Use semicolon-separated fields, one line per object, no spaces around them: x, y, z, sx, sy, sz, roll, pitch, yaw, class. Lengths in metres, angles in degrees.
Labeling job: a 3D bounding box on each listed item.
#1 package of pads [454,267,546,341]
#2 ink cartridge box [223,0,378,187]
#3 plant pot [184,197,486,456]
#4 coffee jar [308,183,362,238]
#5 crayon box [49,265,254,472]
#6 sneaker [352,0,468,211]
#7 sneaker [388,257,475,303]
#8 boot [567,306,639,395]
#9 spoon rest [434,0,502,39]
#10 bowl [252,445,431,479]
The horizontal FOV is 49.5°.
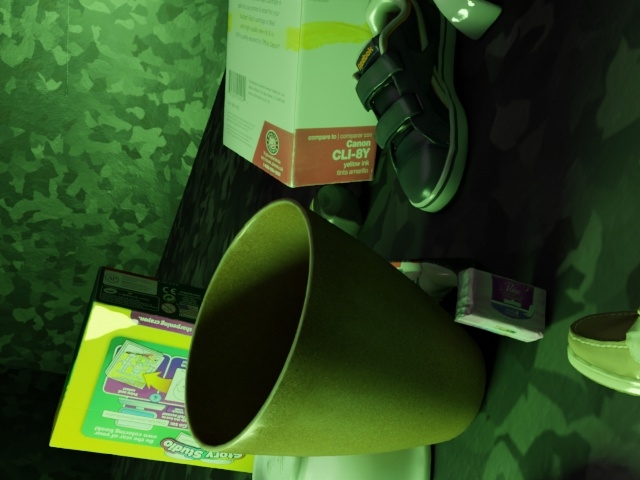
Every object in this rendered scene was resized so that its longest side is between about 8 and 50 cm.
0.165;0.059;0.639;0.032;0.083;0.050;136;148;-63;package of pads
-0.028;-0.309;1.091;0.279;0.160;0.385;38;129;54;ink cartridge box
0.032;0.114;0.685;0.237;0.254;0.237;-44;34;41;plant pot
0.000;0.000;1.131;0.096;0.079;0.184;-97;30;-46;coffee jar
-0.232;0.232;1.171;0.106;0.362;0.313;-106;37;-55;crayon box
0.108;-0.188;0.913;0.126;0.127;0.321;-45;37;52;sneaker
0.128;0.058;0.801;0.161;0.057;0.075;176;91;-68;sneaker
0.221;0.012;0.419;0.213;0.077;0.165;-8;106;63;boot
0.179;-0.391;0.923;0.137;0.084;0.276;130;148;-49;spoon rest
0.003;0.273;0.853;0.298;0.134;0.298;-164;90;-70;bowl
